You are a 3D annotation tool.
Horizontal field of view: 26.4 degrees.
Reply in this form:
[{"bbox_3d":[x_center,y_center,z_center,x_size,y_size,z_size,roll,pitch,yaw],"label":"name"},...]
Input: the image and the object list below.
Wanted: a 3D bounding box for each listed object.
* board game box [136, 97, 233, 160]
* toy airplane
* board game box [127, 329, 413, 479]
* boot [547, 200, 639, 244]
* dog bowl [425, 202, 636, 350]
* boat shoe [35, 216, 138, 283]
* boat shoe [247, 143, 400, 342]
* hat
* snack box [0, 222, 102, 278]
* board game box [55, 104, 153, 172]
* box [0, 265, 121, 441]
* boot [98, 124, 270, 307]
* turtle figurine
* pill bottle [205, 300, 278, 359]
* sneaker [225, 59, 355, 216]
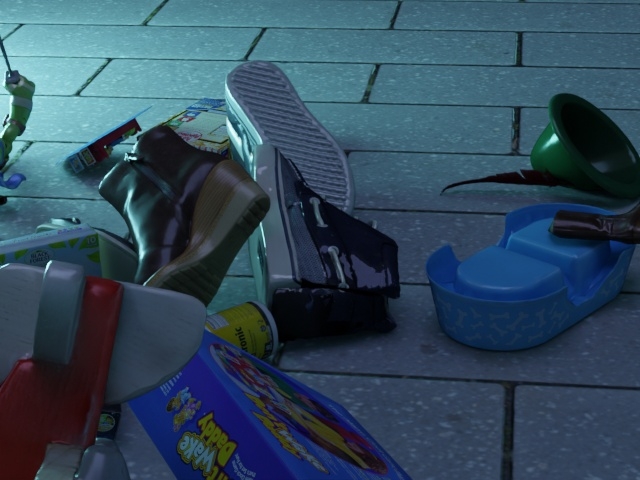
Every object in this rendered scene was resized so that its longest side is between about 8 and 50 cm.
[{"bbox_3d":[-0.165,-0.160,2.071,0.146,0.045,0.193,12,28,26],"label":"board game box"},{"bbox_3d":[-0.175,0.205,0.919,0.272,0.384,0.386,31,33,-3],"label":"toy airplane"},{"bbox_3d":[-0.006,0.199,1.081,0.233,0.078,0.347,32,5,-34],"label":"board game box"},{"bbox_3d":[0.327,-0.027,1.595,0.114,0.037,0.106,3,22,19],"label":"boot"},{"bbox_3d":[0.247,0.041,1.577,0.166,0.074,0.297,20,33,39],"label":"dog bowl"},{"bbox_3d":[-0.267,0.007,1.679,0.206,0.075,0.065,15,32,41],"label":"boat shoe"},{"bbox_3d":[0.000,0.000,1.624,0.158,0.127,0.341,1,37,-9],"label":"boat shoe"},{"bbox_3d":[0.322,-0.091,1.923,0.208,0.183,0.173,41,35,-7],"label":"hat"},{"bbox_3d":[-0.324,0.044,1.567,0.141,0.100,0.037,-14,27,-24],"label":"snack box"},{"bbox_3d":[-0.312,-0.144,2.023,0.168,0.033,0.133,-29,10,9],"label":"board game box"},{"bbox_3d":[-0.291,0.111,1.399,0.159,0.044,0.233,8,30,-17],"label":"box"},{"bbox_3d":[-0.194,-0.008,1.578,0.207,0.090,0.248,31,73,38],"label":"boot"},{"bbox_3d":[-0.514,-0.188,1.928,0.198,0.275,0.266,-48,18,-17],"label":"turtle figurine"},{"bbox_3d":[-0.108,0.110,1.453,0.116,0.065,0.065,-19,30,-32],"label":"pill bottle"},{"bbox_3d":[-0.041,-0.100,1.864,0.126,0.127,0.321,-14,52,-14],"label":"sneaker"}]
